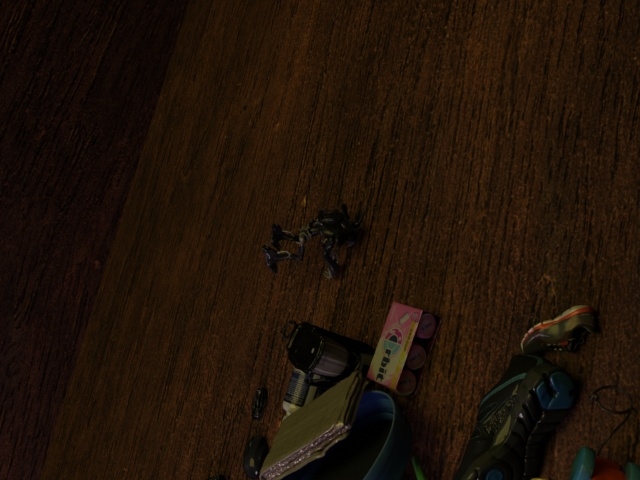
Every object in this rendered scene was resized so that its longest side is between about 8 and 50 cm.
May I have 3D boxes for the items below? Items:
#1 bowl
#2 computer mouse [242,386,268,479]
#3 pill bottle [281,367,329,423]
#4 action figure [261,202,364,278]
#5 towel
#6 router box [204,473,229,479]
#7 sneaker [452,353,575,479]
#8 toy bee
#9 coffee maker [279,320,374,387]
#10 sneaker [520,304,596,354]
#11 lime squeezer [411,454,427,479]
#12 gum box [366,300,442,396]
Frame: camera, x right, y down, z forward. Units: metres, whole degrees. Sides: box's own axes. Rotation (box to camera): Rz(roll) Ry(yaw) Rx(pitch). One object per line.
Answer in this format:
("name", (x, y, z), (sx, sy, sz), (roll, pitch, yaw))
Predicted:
("bowl", (0.034, 0.483, 1.895), (0.391, 0.077, 0.391), (-43, 14, 13))
("computer mouse", (-0.168, 0.489, 2.361), (0.071, 0.041, 0.242), (-34, 44, 42))
("pill bottle", (-0.035, 0.368, 2.190), (0.094, 0.094, 0.169), (7, 77, 57))
("action figure", (0.000, 0.000, 2.331), (0.275, 0.141, 0.164), (-12, 49, 23))
("towel", (-0.012, 0.406, 2.001), (0.282, 0.049, 0.187), (-38, 14, 34))
("router box", (-0.288, 0.676, 2.425), (0.122, 0.038, 0.092), (-34, 45, 42))
("sneaker", (0.328, 0.362, 1.663), (0.341, 0.125, 0.139), (-57, 22, 3))
("toy bee", (0.443, 0.397, 1.448), (0.195, 0.298, 0.162), (32, 131, 24))
("coffee maker", (0.025, 0.252, 2.093), (0.120, 0.178, 0.171), (-50, 37, 22))
("sneaker", (0.429, 0.177, 1.663), (0.158, 0.061, 0.065), (-41, 47, 36))
("lime squeezer", (0.184, 0.521, 1.704), (0.110, 0.058, 0.310), (-44, 30, 44))
("gum box", (0.178, 0.236, 1.987), (0.107, 0.062, 0.189), (13, 82, 58))
